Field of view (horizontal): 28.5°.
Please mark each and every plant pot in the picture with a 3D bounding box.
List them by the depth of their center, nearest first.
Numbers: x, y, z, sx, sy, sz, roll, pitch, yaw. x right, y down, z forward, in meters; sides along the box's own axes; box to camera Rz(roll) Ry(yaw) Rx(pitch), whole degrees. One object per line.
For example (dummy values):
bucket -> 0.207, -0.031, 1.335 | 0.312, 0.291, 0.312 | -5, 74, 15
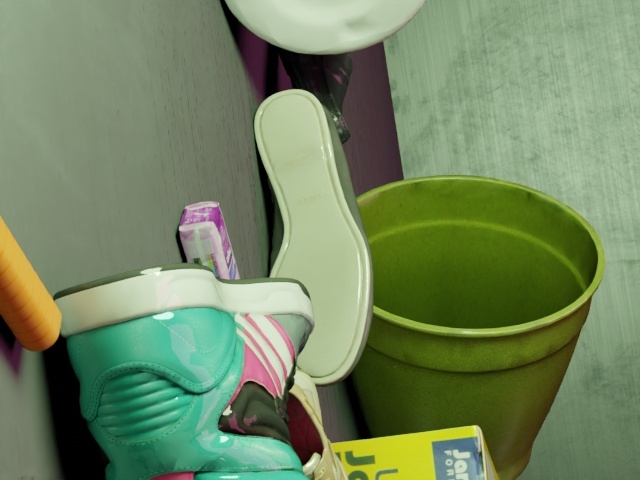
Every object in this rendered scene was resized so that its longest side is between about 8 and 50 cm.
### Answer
plant pot -> 0.184, 0.153, 1.732 | 0.366, 0.367, 0.352 | -85, 176, -57

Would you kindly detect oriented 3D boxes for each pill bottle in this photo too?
pill bottle -> 0.005, -0.404, 1.369 | 0.224, 0.224, 0.392 | 72, 13, -46

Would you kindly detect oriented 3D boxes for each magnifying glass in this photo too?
magnifying glass -> -0.168, -0.029, 0.559 | 0.231, 0.026, 0.092 | 73, 12, -47

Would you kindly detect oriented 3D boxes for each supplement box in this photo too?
supplement box -> 0.104, 0.338, 1.374 | 0.356, 0.195, 0.194 | 61, 22, -68

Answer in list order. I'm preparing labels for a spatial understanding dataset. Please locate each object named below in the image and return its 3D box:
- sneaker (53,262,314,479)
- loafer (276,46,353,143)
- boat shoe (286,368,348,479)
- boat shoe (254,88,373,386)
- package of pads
sneaker -> -0.057, 0.115, 0.782 | 0.295, 0.124, 0.178 | 15, 61, -72
loafer -> 0.002, -0.197, 1.485 | 0.076, 0.078, 0.223 | 71, 0, -47
boat shoe -> -0.016, 0.208, 1.189 | 0.059, 0.063, 0.170 | -34, 105, -77
boat shoe -> 0.000, 0.000, 1.317 | 0.095, 0.112, 0.335 | 53, 25, -62
package of pads -> -0.087, 0.015, 1.001 | 0.050, 0.032, 0.083 | -87, 165, -64
